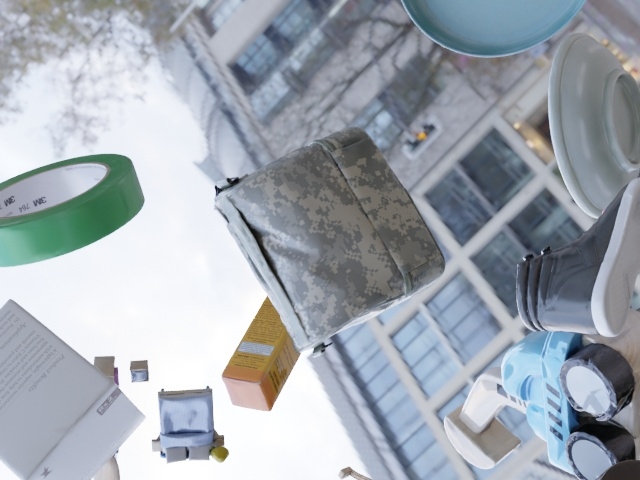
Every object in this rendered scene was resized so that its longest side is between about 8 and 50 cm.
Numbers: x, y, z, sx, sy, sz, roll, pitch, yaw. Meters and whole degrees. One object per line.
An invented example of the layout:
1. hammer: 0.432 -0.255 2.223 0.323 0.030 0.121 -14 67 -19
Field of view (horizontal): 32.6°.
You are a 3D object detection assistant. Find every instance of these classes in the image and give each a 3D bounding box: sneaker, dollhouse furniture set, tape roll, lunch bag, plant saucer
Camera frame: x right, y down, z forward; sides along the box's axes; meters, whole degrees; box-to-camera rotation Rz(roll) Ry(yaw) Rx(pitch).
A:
1. sneaker: 0.344 0.014 1.432 0.295 0.147 0.104 -55 -51 -42
2. dollhouse furniture set: -0.355 0.425 2.465 0.303 0.286 0.198 -1 -146 -7
3. tape roll: -0.476 -0.058 1.936 0.321 0.321 0.077 -95 -11 -67
4. lunch bag: 0.000 0.000 1.707 0.256 0.212 0.305 -27 -93 -39
5. plant saucer: 0.611 -0.248 2.319 0.400 0.101 0.400 11 -104 -52
6. plant saucer: 0.269 -0.432 1.660 0.317 0.317 0.044 49 -166 15

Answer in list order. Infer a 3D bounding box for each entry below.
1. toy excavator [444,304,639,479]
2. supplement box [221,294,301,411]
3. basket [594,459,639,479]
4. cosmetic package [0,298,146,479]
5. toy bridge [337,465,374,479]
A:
1. toy excavator: 0.387 0.254 1.846 0.445 0.222 0.433 24 133 46
2. supplement box: -0.077 0.169 1.817 0.233 0.080 0.078 -63 -32 -41
3. basket: 0.424 0.417 1.548 0.204 0.154 0.227 54 155 31
4. cosmetic package: -0.344 0.200 1.340 0.184 0.151 0.151 36 165 21
5. toy bridge: 0.125 0.608 2.617 0.063 0.026 0.188 -13 -138 -43
